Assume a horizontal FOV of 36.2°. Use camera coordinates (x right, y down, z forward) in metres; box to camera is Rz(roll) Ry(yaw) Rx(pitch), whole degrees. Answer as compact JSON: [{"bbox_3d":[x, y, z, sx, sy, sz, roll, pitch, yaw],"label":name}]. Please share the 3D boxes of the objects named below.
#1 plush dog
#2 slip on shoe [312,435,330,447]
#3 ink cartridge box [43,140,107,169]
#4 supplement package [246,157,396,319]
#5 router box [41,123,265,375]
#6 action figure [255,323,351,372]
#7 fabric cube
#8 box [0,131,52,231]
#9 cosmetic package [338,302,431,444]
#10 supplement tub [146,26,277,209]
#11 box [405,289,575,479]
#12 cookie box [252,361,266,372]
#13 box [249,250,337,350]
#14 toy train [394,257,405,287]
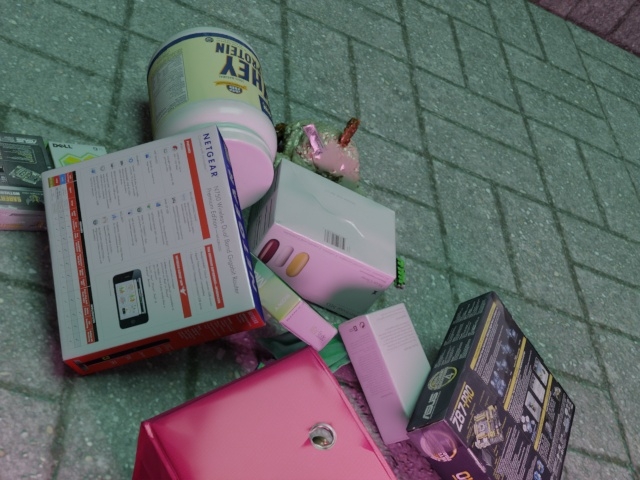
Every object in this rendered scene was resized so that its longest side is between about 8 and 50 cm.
[{"bbox_3d":[-0.008,-0.195,2.099,0.262,0.211,0.225,19,14,-25],"label":"plush dog"},{"bbox_3d":[-0.002,0.338,1.574,0.051,0.135,0.041,40,80,17],"label":"slip on shoe"},{"bbox_3d":[-0.434,-0.119,1.751,0.109,0.062,0.209,3,49,-36],"label":"ink cartridge box"},{"bbox_3d":[0.000,0.000,1.908,0.262,0.145,0.204,24,39,-16],"label":"supplement package"},{"bbox_3d":[-0.268,0.011,1.541,0.301,0.082,0.335,-15,64,2],"label":"router box"},{"bbox_3d":[-0.001,0.202,1.764,0.232,0.063,0.137,-17,60,-47],"label":"action figure"},{"bbox_3d":[-0.083,0.341,1.334,0.258,0.259,0.254,-22,66,-26],"label":"fabric cube"},{"bbox_3d":[-0.562,-0.104,1.637,0.231,0.056,0.183,2,51,-38],"label":"box"},{"bbox_3d":[0.133,0.238,1.768,0.117,0.085,0.231,-12,78,-46],"label":"cosmetic package"},{"bbox_3d":[-0.212,-0.234,1.909,0.235,0.235,0.325,13,43,-29],"label":"supplement tub"},{"bbox_3d":[0.329,0.327,1.795,0.318,0.097,0.395,54,35,-15],"label":"box"},{"bbox_3d":[-0.119,0.264,1.580,0.040,0.092,0.107,33,37,-2],"label":"cookie box"},{"bbox_3d":[-0.126,0.050,1.676,0.322,0.058,0.232,39,-4,24],"label":"box"},{"bbox_3d":[0.169,0.069,2.079,0.023,0.017,0.083,32,36,-25],"label":"toy train"}]
